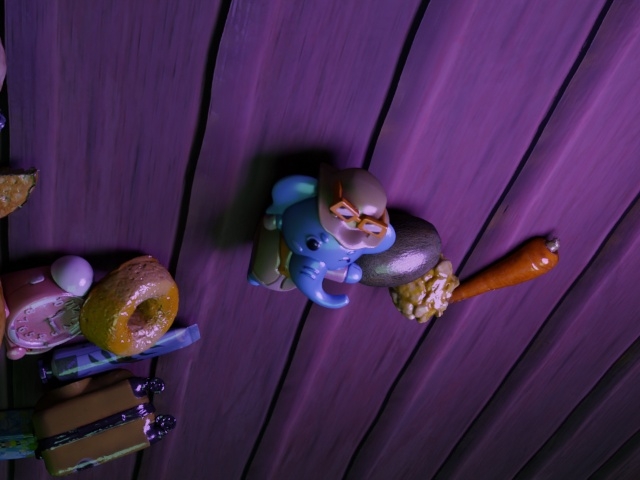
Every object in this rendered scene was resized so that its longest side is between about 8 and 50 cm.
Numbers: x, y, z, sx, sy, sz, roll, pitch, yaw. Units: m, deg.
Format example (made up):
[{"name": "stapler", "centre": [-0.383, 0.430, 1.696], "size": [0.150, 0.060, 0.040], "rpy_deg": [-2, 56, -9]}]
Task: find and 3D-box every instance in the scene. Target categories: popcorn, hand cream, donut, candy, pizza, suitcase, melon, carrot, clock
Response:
[{"name": "popcorn", "centre": [0.170, 0.073, 1.671], "size": [0.116, 0.121, 0.106], "rpy_deg": [-9, 179, 5]}, {"name": "hand cream", "centre": [-0.337, 0.187, 1.710], "size": [0.271, 0.058, 0.091], "rpy_deg": [-13, 157, -8]}, {"name": "donut", "centre": [-0.281, 0.107, 1.546], "size": [0.162, 0.065, 0.178], "rpy_deg": [-48, 154, -6]}, {"name": "candy", "centre": [-0.610, 0.359, 1.849], "size": [0.194, 0.062, 0.097], "rpy_deg": [-3, 145, -15]}, {"name": "pizza", "centre": [-0.432, -0.075, 1.330], "size": [0.108, 0.026, 0.123], "rpy_deg": [22, 135, -37]}, {"name": "suitcase", "centre": [-0.381, 0.303, 1.742], "size": [0.235, 0.143, 0.194], "rpy_deg": [-17, 178, -16]}, {"name": "melon", "centre": [0.103, 0.015, 1.563], "size": [0.167, 0.114, 0.114], "rpy_deg": [-8, 145, -6]}, {"name": "carrot", "centre": [0.307, 0.065, 1.753], "size": [0.256, 0.061, 0.061], "rpy_deg": [-32, 142, 28]}, {"name": "clock", "centre": [-0.410, 0.091, 1.525], "size": [0.162, 0.093, 0.166], "rpy_deg": [-16, 145, -13]}]

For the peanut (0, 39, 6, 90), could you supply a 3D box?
[{"name": "peanut", "centre": [-0.446, -0.197, 1.071], "size": [0.224, 0.129, 0.129], "rpy_deg": [6, 142, -11]}]

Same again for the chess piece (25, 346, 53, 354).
[{"name": "chess piece", "centre": [-0.461, 0.149, 1.624], "size": [0.083, 0.038, 0.084], "rpy_deg": [-10, 147, -7]}]

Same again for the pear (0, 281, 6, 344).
[{"name": "pear", "centre": [-0.555, 0.095, 1.285], "size": [0.314, 0.314, 0.314], "rpy_deg": [-9, 145, -6]}]

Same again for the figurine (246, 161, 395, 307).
[{"name": "figurine", "centre": [-0.001, -0.003, 1.470], "size": [0.180, 0.154, 0.262], "rpy_deg": [37, 134, 4]}]

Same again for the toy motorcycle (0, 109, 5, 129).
[{"name": "toy motorcycle", "centre": [-0.481, -0.109, 1.203], "size": [0.229, 0.130, 0.094], "rpy_deg": [-29, 124, -1]}]
